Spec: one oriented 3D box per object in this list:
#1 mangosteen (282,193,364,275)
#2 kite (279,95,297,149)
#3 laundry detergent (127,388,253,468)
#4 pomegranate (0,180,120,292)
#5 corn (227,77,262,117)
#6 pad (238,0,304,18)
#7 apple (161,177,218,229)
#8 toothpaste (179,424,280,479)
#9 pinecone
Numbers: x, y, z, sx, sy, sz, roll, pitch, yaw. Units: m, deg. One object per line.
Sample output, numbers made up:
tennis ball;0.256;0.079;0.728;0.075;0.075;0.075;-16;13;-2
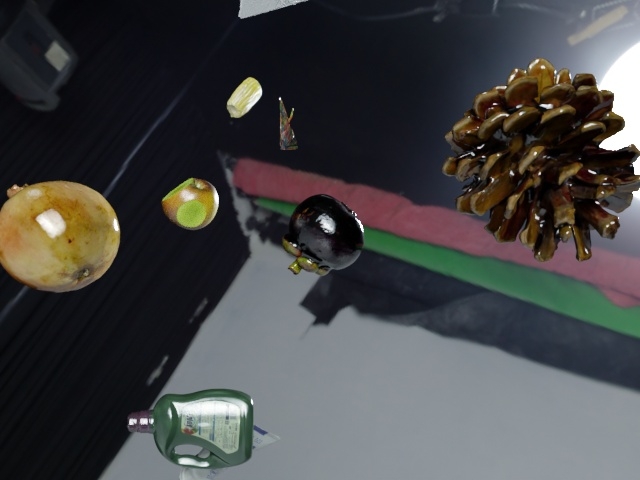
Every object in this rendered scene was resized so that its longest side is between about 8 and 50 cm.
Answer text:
mangosteen;0.000;0.000;1.169;0.137;0.151;0.137;40;9;-7
kite;-0.116;-0.374;2.258;0.014;0.241;0.183;-3;-32;-21
laundry detergent;-0.233;0.340;1.225;0.221;0.144;0.078;0;5;-11
pomegranate;-0.580;-0.023;1.483;0.270;0.252;0.229;44;-57;17
corn;-0.255;-0.478;2.288;0.063;0.165;0.085;15;-41;17
pad;-0.052;-0.502;1.271;0.004;0.232;0.156;48;-34;21
apple;-0.395;-0.119;2.097;0.163;0.147;0.146;29;22;-25
toothpaste;-0.198;0.440;1.411;0.096;0.061;0.266;32;-54;-24
pinecone;0.430;-0.121;1.289;0.384;0.384;0.384;27;-22;12
